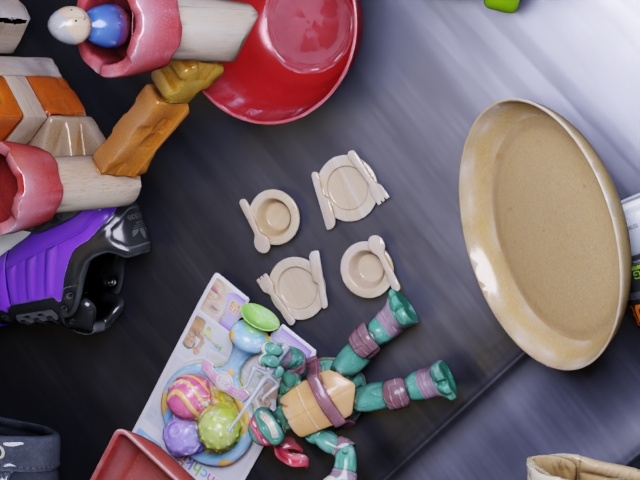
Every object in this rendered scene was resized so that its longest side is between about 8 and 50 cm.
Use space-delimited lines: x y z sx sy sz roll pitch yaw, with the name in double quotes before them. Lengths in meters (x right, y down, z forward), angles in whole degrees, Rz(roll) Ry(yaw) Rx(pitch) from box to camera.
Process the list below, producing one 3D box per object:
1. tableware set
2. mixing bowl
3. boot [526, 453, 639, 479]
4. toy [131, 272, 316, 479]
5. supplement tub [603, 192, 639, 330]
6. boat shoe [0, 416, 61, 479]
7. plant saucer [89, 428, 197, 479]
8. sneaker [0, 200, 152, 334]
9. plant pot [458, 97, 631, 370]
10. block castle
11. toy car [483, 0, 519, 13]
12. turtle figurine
"tableware set" 0.000 0.000 1.288 0.169 0.020 0.141 -20 90 27
"mixing bowl" -0.031 -0.201 1.222 0.181 0.098 0.181 4 100 25
"boot" 0.185 0.295 1.211 0.262 0.095 0.203 0 100 24
"toy" -0.116 0.168 1.354 0.137 0.056 0.237 37 113 17
"supplement tub" 0.314 0.044 1.092 0.117 0.117 0.190 -24 88 27
"boat shoe" -0.493 0.201 1.474 0.500 0.187 0.156 19 98 21
"plant saucer" -0.149 0.350 1.386 0.259 0.048 0.258 40 126 15
"sneaker" -0.288 0.051 1.388 0.293 0.102 0.146 -40 82 26
"plant pot" 0.193 -0.008 1.124 0.236 0.032 0.236 45 143 49
"block castle" -0.294 -0.256 1.209 0.303 0.213 0.453 -46 66 34
"toy car" 0.119 -0.308 1.118 0.155 0.149 0.188 15 88 2
"turtle figurine" 0.003 0.153 1.260 0.234 0.118 0.175 -32 106 10
